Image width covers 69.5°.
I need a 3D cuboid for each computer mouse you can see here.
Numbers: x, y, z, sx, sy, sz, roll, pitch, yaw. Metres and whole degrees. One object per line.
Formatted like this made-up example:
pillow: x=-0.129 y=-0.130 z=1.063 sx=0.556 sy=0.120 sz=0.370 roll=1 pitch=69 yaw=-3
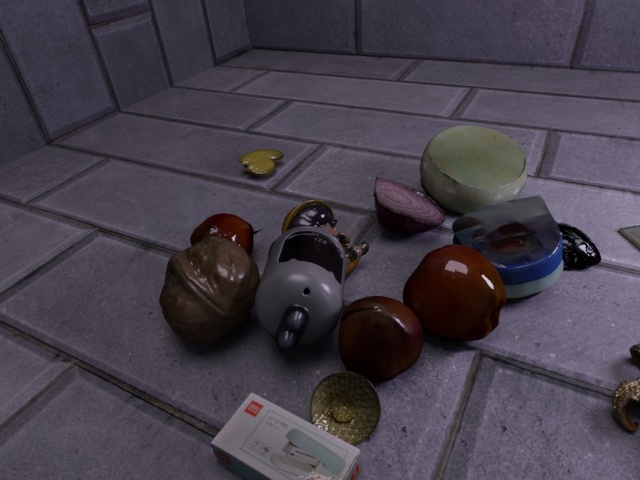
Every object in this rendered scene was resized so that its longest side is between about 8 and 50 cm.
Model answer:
computer mouse: x=0.690 y=0.000 z=1.334 sx=0.146 sy=0.078 sz=0.241 roll=-29 pitch=42 yaw=-31

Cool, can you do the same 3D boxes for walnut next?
walnut: x=-0.277 y=0.126 z=1.163 sx=0.273 sy=0.227 sz=0.273 roll=-6 pitch=34 yaw=4

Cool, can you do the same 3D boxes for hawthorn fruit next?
hawthorn fruit: x=-0.273 y=0.004 z=1.395 sx=0.181 sy=0.181 sz=0.235 roll=27 pitch=34 yaw=36

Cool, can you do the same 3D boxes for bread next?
bread: x=-0.231 y=-0.312 z=1.895 sx=0.187 sy=0.065 sz=0.149 roll=-25 pitch=51 yaw=-28

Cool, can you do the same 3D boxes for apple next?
apple: x=0.322 y=0.122 z=1.102 sx=0.233 sy=0.234 sz=0.234 roll=-4 pitch=36 yaw=3

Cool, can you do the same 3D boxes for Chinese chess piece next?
Chinese chess piece: x=0.516 y=-0.241 z=1.571 sx=0.349 sy=0.146 sz=0.349 roll=-1 pitch=50 yaw=1

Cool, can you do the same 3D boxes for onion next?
onion: x=0.270 y=-0.087 z=1.493 sx=0.247 sy=0.111 sz=0.250 roll=21 pitch=28 yaw=-2

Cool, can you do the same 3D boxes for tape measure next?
tape measure: x=0.508 y=0.031 z=1.230 sx=0.259 sy=0.138 sz=0.262 roll=-17 pitch=40 yaw=7

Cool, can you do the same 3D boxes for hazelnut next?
hazelnut: x=0.129 y=0.204 z=1.024 sx=0.208 sy=0.208 sz=0.208 roll=-4 pitch=36 yaw=3

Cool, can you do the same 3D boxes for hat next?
hat: x=0.051 y=0.347 z=0.968 sx=0.145 sy=0.067 sz=0.146 roll=0 pitch=78 yaw=1

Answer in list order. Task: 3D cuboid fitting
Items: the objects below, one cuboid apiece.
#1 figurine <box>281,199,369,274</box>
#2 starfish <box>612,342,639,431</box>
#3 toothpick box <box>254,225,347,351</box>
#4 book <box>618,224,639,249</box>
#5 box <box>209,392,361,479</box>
figurine: x=-0.001 y=0.003 z=1.355 sx=0.192 sy=0.167 sz=0.257 roll=-30 pitch=66 yaw=-35
starfish: x=0.737 y=0.313 z=0.883 sx=0.312 sy=0.113 sz=0.303 roll=-39 pitch=45 yaw=-25
toothpick box: x=-0.050 y=0.127 z=1.124 sx=0.228 sy=0.229 sz=0.316 roll=-1 pitch=26 yaw=6
book: x=1.057 y=0.003 z=1.324 sx=0.282 sy=0.025 sz=0.215 roll=-10 pitch=36 yaw=-3
box: x=-0.068 y=0.410 z=0.876 sx=0.269 sy=0.079 sz=0.135 roll=17 pitch=42 yaw=27
